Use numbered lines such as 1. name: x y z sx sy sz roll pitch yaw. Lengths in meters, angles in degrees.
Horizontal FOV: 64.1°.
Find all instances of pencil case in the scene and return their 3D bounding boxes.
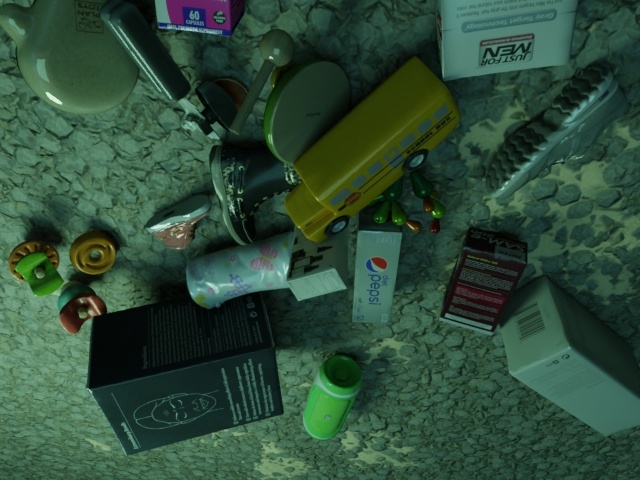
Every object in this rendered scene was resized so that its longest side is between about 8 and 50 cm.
1. pencil case: -0.161 0.067 1.135 0.273 0.124 0.113 -16 171 15

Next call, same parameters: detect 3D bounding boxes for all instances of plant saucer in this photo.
1. plant saucer: -0.166 -0.255 0.923 0.084 0.013 0.083 3 131 3

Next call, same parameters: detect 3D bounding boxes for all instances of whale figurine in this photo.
1. whale figurine: -0.382 -0.340 0.795 0.216 0.141 0.271 -12 121 -38

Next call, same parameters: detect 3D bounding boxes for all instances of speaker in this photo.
1. speaker: 0.030 0.457 1.471 0.131 0.131 0.296 11 132 -5

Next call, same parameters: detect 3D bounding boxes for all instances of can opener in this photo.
1. can opener: -0.237 -0.271 0.834 0.093 0.074 0.280 -50 142 -8

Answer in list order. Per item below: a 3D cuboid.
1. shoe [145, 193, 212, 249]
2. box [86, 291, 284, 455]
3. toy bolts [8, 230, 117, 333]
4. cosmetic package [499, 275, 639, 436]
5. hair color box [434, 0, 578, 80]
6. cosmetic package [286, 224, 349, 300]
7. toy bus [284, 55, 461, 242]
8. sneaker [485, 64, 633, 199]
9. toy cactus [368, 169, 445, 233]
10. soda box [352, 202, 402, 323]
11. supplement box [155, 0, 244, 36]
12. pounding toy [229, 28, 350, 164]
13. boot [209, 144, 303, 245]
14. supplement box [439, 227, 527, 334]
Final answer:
1. shoe: -0.286 -0.036 1.098 0.178 0.063 0.081 -19 129 26
2. box: -0.308 0.308 1.233 0.396 0.212 0.293 -11 133 -11
3. toy bolts: -0.583 0.076 1.205 0.218 0.158 0.228 -29 123 -24
4. cosmetic package: 0.607 0.280 1.212 0.385 0.217 0.156 36 125 -22
5. hair color box: 0.246 -0.421 0.678 0.186 0.113 0.374 -5 130 9
6. cosmetic package: 0.000 0.000 0.987 0.099 0.239 0.060 -15 128 17
7. toy bus: 0.073 -0.143 0.872 0.333 0.108 0.130 -40 153 13
8. sneaker: 0.417 -0.162 0.901 0.115 0.105 0.281 29 127 -20
9. toy cactus: 0.151 -0.116 0.976 0.219 0.112 0.180 23 108 6
10. soda box: 0.120 0.055 1.122 0.091 0.098 0.286 3 131 3
11. supplement box: -0.170 -0.418 0.713 0.111 0.114 0.220 6 130 0
12. pounding toy: -0.064 -0.238 0.858 0.237 0.110 0.182 16 107 -57
13. boot: -0.108 -0.090 1.019 0.179 0.085 0.236 -6 131 6
14. supplement box: 0.358 0.096 1.142 0.130 0.073 0.239 16 133 10
